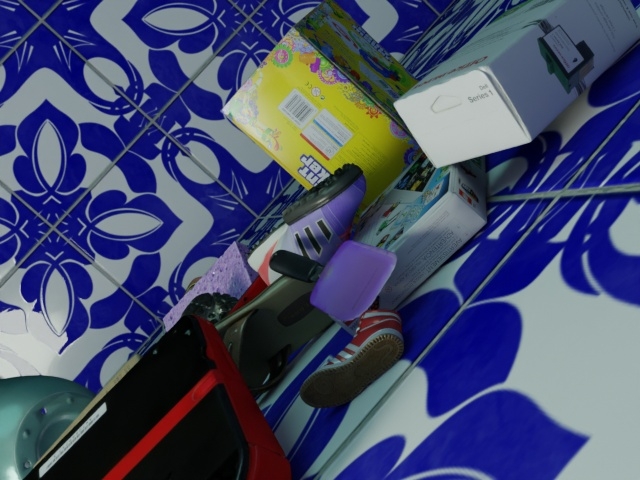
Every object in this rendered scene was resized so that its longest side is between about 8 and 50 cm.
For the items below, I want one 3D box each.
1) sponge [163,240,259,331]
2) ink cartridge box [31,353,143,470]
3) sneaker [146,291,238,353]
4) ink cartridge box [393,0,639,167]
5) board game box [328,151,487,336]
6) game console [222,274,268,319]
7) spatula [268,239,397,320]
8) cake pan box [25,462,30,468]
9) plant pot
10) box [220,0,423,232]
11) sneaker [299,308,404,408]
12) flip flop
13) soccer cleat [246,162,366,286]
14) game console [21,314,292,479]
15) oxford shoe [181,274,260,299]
[{"bbox_3d":[-0.182,0.110,1.549,0.210,0.031,0.117,-46,43,22],"label":"sponge"},{"bbox_3d":[-0.217,0.262,1.029,0.193,0.088,0.234,-49,29,-1],"label":"ink cartridge box"},{"bbox_3d":[-0.198,0.208,1.390,0.283,0.110,0.122,-49,-35,-43],"label":"sneaker"},{"bbox_3d":[0.208,-0.181,0.972,0.219,0.092,0.160,-42,14,-26],"label":"ink cartridge box"},{"bbox_3d":[0.109,-0.026,1.075,0.193,0.053,0.305,-45,8,22],"label":"board game box"},{"bbox_3d":[-0.118,0.137,1.368,0.144,0.085,0.124,-51,9,-29],"label":"game console"},{"bbox_3d":[-0.004,0.035,1.017,0.084,0.030,0.296,-58,19,-9],"label":"spatula"},{"bbox_3d":[-0.598,0.514,1.674,0.245,0.070,0.267,12,49,31],"label":"cake pan box"},{"bbox_3d":[-0.463,0.353,1.498,0.235,0.293,0.293,-22,24,45],"label":"plant pot"},{"bbox_3d":[0.039,-0.204,1.454,0.177,0.290,0.279,-45,8,25],"label":"box"},{"bbox_3d":[0.032,0.109,0.867,0.118,0.042,0.067,-36,16,21],"label":"sneaker"},{"bbox_3d":[-0.078,0.140,1.137,0.277,0.112,0.080,-40,23,14],"label":"flip flop"},{"bbox_3d":[0.000,0.000,1.219,0.108,0.116,0.318,-38,-3,-30],"label":"soccer cleat"},{"bbox_3d":[-0.206,0.276,0.872,0.386,0.060,0.342,-45,27,1],"label":"game console"},{"bbox_3d":[-0.205,0.143,1.691,0.130,0.123,0.348,-58,11,-30],"label":"oxford shoe"}]
